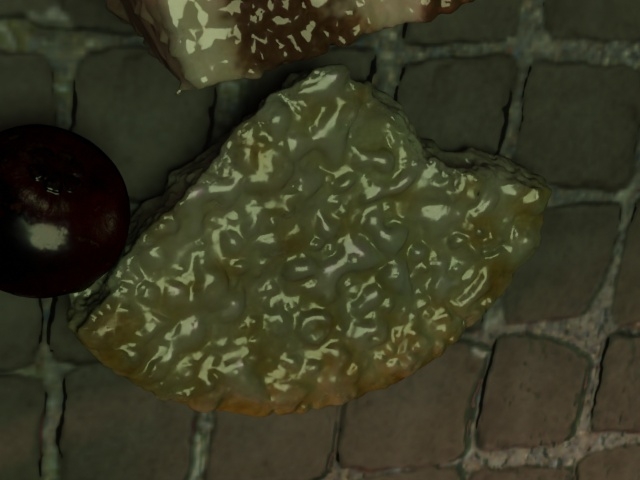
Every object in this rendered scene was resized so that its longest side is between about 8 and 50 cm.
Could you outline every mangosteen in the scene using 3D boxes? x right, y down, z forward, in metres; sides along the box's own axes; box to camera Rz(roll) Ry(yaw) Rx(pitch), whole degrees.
[{"bbox_3d":[-0.127,-0.011,0.526,0.080,0.081,0.081,-8,112,-20],"label":"mangosteen"}]

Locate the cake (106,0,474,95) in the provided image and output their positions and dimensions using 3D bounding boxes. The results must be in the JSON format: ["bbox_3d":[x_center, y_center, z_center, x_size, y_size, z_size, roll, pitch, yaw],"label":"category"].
[{"bbox_3d":[-0.025,-0.143,0.481,0.147,0.135,0.135,-29,120,-10],"label":"cake"}]

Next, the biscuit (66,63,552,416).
[{"bbox_3d":[0.000,0.000,0.602,0.265,0.040,0.188,-11,114,-20],"label":"biscuit"}]
